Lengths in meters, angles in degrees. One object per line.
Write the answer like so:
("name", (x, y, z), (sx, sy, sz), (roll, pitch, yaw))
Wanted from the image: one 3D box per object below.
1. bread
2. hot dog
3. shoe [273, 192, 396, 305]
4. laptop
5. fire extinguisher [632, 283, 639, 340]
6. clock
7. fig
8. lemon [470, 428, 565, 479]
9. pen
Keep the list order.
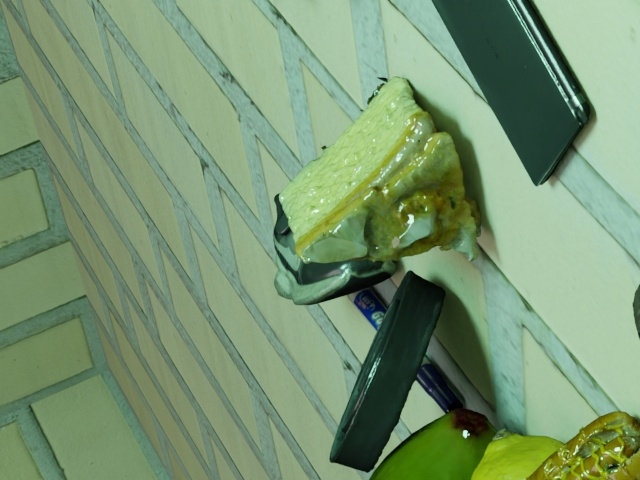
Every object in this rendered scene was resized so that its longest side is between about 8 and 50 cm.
("bread", (0.038, -0.046, 1.438), (0.147, 0.152, 0.127), (-122, 15, -63))
("hot dog", (0.179, 0.191, 1.317), (0.165, 0.045, 0.071), (-46, 49, 28))
("shoe", (0.000, 0.000, 1.752), (0.227, 0.099, 0.112), (172, 83, -76))
("laptop", (0.125, -0.135, 1.233), (0.180, 0.016, 0.129), (64, 165, 14))
("fire extinguisher", (0.241, 0.036, 0.939), (0.267, 0.089, 0.072), (171, 120, -76))
("clock", (0.060, 0.117, 1.581), (0.040, 0.184, 0.184), (23, 161, 0))
("fig", (0.118, 0.257, 1.534), (0.203, 0.203, 0.225), (-135, 45, -55))
("lemon", (0.171, 0.211, 1.424), (0.133, 0.109, 0.109), (62, 165, 6))
("pen", (0.081, 0.105, 1.747), (0.204, 0.025, 0.025), (51, 159, 47))
